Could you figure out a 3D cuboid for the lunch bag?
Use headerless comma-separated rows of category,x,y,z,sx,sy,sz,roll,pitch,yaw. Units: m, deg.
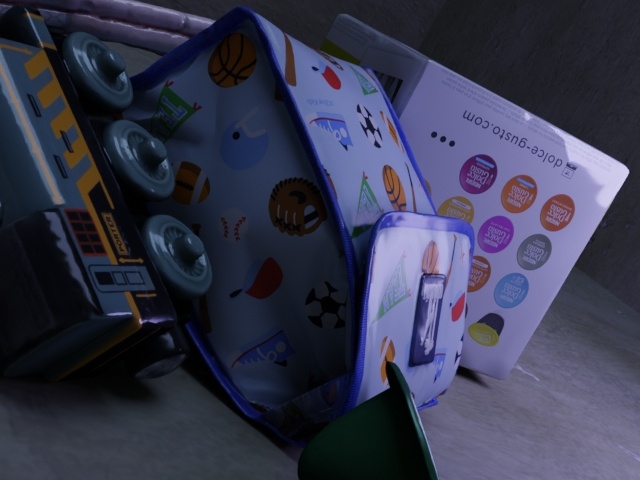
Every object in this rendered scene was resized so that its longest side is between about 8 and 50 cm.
lunch bag,0.000,0.000,0.991,0.328,0.239,0.385,4,62,-65

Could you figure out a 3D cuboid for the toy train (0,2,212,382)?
toy train,-0.210,-0.042,0.780,0.190,0.142,0.334,3,59,-65

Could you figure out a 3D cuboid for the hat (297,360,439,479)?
hat,-0.005,0.195,0.766,0.173,0.184,0.208,-110,-176,-53

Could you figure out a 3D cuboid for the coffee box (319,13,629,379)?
coffee box,0.133,-0.066,1.364,0.338,0.334,0.338,23,13,-25

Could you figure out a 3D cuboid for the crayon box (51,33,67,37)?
crayon box,-0.459,-0.221,1.077,0.323,0.083,0.203,15,11,1

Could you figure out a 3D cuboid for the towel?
towel,-0.262,-0.244,1.083,0.317,0.053,0.332,6,12,-34
